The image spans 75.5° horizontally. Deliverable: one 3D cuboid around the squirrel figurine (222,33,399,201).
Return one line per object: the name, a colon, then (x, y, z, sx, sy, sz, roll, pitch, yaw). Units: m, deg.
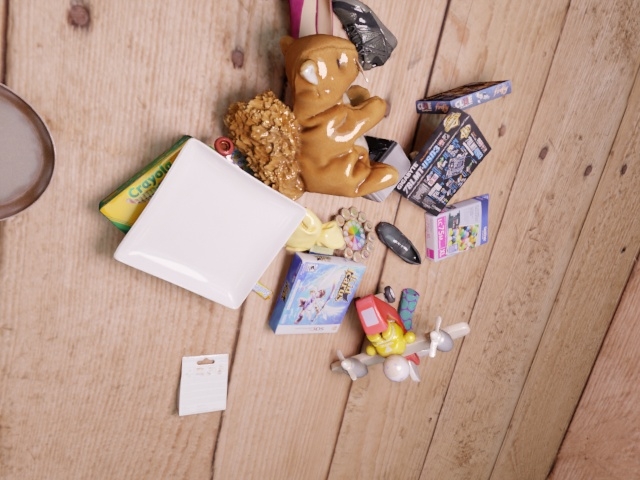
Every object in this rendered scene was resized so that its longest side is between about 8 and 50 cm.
squirrel figurine: (-0.036, -0.292, 1.018, 0.398, 0.280, 0.370, -20, 141, 1)

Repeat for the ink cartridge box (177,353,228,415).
ink cartridge box: (-0.366, 0.442, 1.285, 0.146, 0.045, 0.179, 3, 87, -28)

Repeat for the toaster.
toaster: (0.151, -0.212, 1.239, 0.110, 0.168, 0.185, 41, 85, -33)

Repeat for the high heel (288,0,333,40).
high heel: (-0.007, -0.512, 1.045, 0.127, 0.181, 0.376, -32, 119, -15)

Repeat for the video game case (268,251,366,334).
video game case: (-0.009, 0.175, 1.314, 0.245, 0.061, 0.269, 6, 115, -35)

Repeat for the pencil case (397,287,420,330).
pencil case: (0.330, 0.261, 1.557, 0.070, 0.064, 0.151, 9, 104, -13)

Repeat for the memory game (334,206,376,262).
memory game: (0.111, -0.020, 1.324, 0.186, 0.012, 0.185, 12, 72, -38)

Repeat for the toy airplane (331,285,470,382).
toy airplane: (0.257, 0.376, 1.411, 0.385, 0.272, 0.385, 15, 124, -5)

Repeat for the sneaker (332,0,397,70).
sneaker: (0.108, -0.560, 1.144, 0.228, 0.087, 0.130, 28, 87, -37)

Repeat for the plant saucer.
plant saucer: (-0.731, -0.190, 0.860, 0.311, 0.050, 0.309, -10, 112, -25)

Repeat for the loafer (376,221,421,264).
loafer: (0.279, 0.012, 1.436, 0.223, 0.078, 0.076, 41, 86, -32)

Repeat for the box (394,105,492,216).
box: (0.393, -0.232, 1.310, 0.293, 0.073, 0.296, -56, 148, 14)

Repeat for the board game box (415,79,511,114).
board game box: (0.452, -0.455, 1.313, 0.244, 0.165, 0.042, -24, 116, -19)

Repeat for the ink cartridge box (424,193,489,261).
ink cartridge box: (0.535, -0.052, 1.559, 0.312, 0.065, 0.185, -18, 115, -23)

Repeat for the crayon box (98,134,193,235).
crayon box: (-0.385, -0.115, 1.045, 0.278, 0.081, 0.165, -42, 121, -9)

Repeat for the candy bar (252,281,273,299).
candy bar: (-0.207, 0.131, 1.261, 0.040, 0.018, 0.161, -50, 121, -4)

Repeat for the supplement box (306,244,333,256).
supplement box: (0.000, 0.000, 1.300, 0.084, 0.056, 0.083, 10, 103, -30)

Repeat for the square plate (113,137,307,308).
square plate: (-0.264, -0.025, 1.038, 0.348, 0.049, 0.343, 31, 100, -31)

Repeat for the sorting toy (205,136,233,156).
sorting toy: (-0.259, -0.212, 1.018, 0.102, 0.042, 0.061, -34, 99, -24)

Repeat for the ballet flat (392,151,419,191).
ballet flat: (0.303, -0.248, 1.366, 0.231, 0.077, 0.077, -32, 102, -12)

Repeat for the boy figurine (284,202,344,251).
boy figurine: (-0.064, -0.037, 1.179, 0.286, 0.092, 0.177, 8, 136, -14)

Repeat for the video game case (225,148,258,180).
video game case: (-0.214, -0.197, 1.147, 0.087, 0.011, 0.121, -14, 113, -22)
